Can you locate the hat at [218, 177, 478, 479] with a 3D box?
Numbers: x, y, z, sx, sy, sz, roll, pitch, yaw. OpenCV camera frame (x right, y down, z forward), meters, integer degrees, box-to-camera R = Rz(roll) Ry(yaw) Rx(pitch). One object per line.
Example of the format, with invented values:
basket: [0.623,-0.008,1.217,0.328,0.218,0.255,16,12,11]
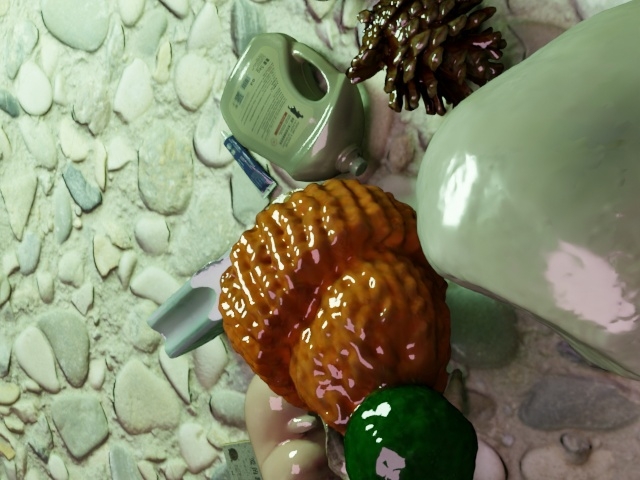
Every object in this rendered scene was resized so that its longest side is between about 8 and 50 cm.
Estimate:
hat: [0.038,0.105,0.871,0.400,0.285,0.285,-124,44,-64]

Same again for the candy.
candy: [0.305,-0.082,0.747,0.427,0.186,0.386,-41,53,-3]

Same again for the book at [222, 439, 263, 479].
book: [-0.092,0.390,1.329,0.172,0.012,0.118,-20,85,38]

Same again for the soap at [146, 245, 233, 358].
soap: [-0.155,0.088,1.256,0.230,0.145,0.091,-38,82,40]

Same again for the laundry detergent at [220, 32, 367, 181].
laundry detergent: [-0.025,-0.178,1.143,0.253,0.091,0.181,42,114,26]

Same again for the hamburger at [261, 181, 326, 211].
hamburger: [0.000,0.000,1.145,0.177,0.113,0.185,46,129,17]

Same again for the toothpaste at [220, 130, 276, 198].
toothpaste: [-0.120,-0.126,1.269,0.140,0.021,0.037,51,122,19]

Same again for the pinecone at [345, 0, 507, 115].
pinecone: [0.132,-0.237,0.968,0.195,0.150,0.179,24,82,35]

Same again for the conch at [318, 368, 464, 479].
conch: [0.097,0.257,1.072,0.245,0.178,0.163,-50,31,3]

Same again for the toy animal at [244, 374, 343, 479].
toy animal: [-0.033,0.296,1.177,0.154,0.166,0.250,-17,79,47]
